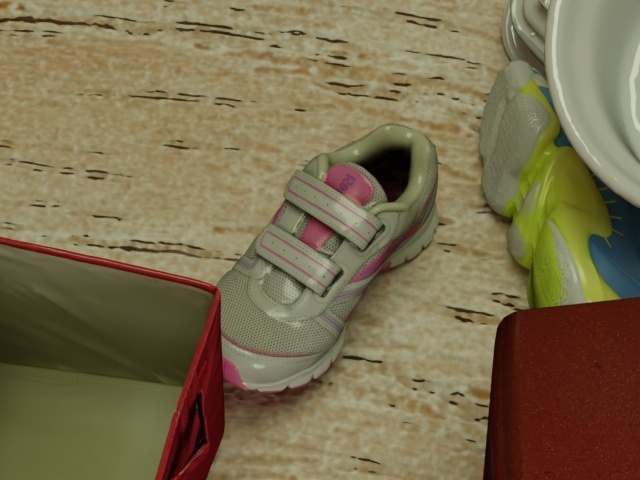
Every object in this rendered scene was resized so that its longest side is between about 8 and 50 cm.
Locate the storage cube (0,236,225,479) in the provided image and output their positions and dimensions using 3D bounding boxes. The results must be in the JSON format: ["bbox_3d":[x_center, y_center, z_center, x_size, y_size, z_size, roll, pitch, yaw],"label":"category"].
[{"bbox_3d":[-0.173,0.133,1.166,0.215,0.193,0.184,13,58,6],"label":"storage cube"}]

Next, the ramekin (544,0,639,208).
[{"bbox_3d":[0.304,-0.125,1.244,0.277,0.135,0.277,-6,74,21],"label":"ramekin"}]

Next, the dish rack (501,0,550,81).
[{"bbox_3d":[0.315,-0.163,1.363,0.285,0.072,0.333,-43,65,7],"label":"dish rack"}]

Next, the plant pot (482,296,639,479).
[{"bbox_3d":[0.216,0.179,1.123,0.267,0.267,0.236,-6,45,-5],"label":"plant pot"}]

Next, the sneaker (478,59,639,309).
[{"bbox_3d":[0.198,-0.029,1.354,0.126,0.091,0.240,5,55,-20],"label":"sneaker"}]

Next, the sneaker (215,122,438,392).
[{"bbox_3d":[0.000,0.000,1.287,0.103,0.111,0.252,28,53,16],"label":"sneaker"}]
